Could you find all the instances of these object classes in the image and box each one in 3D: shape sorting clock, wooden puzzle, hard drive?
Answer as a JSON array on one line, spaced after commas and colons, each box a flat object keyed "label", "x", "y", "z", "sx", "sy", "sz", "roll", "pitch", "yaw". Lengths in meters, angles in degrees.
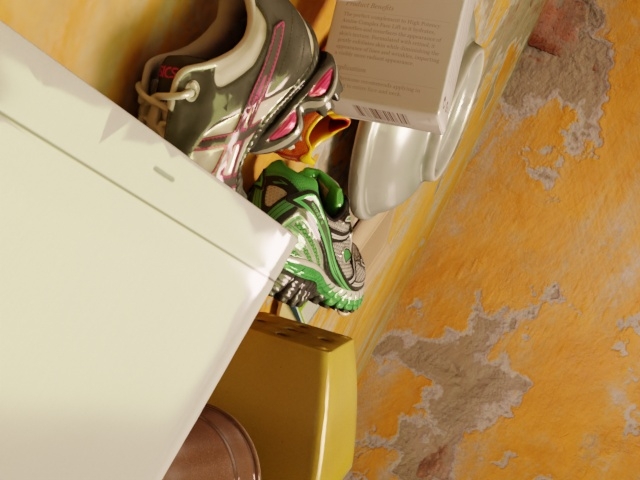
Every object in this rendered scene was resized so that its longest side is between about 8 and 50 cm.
[{"label": "shape sorting clock", "x": -0.009, "y": 0.060, "z": 1.021, "sx": 0.206, "sy": 0.040, "sz": 0.206, "roll": -52, "pitch": 163, "yaw": -23}, {"label": "wooden puzzle", "x": 0.093, "y": 0.017, "z": 1.304, "sx": 0.221, "sy": 0.044, "sz": 0.238, "roll": -53, "pitch": 158, "yaw": -31}, {"label": "hard drive", "x": -0.174, "y": 0.098, "z": 0.320, "sx": 0.233, "sy": 0.047, "sz": 0.353, "roll": 37, "pitch": 80, "yaw": -46}]

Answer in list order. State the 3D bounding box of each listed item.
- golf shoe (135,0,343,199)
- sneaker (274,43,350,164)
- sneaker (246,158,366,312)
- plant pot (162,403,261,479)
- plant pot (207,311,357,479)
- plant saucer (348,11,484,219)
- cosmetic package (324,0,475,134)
[{"label": "golf shoe", "x": -0.099, "y": -0.061, "z": 0.438, "sx": 0.273, "sy": 0.105, "sz": 0.120, "roll": -59, "pitch": 143, "yaw": -14}, {"label": "sneaker", "x": 0.013, "y": -0.150, "z": 0.665, "sx": 0.175, "sy": 0.067, "sz": 0.064, "roll": -60, "pitch": 162, "yaw": -16}, {"label": "sneaker", "x": 0.000, "y": 0.000, "z": 0.760, "sx": 0.146, "sy": 0.134, "sz": 0.343, "roll": -63, "pitch": 165, "yaw": 1}, {"label": "plant pot", "x": -0.165, "y": 0.239, "z": 0.600, "sx": 0.167, "sy": 0.167, "sz": 0.165, "roll": -61, "pitch": 158, "yaw": -4}, {"label": "plant pot", "x": -0.059, "y": 0.205, "z": 0.828, "sx": 0.212, "sy": 0.212, "sz": 0.187, "roll": 5, "pitch": 98, "yaw": -74}, {"label": "plant saucer", "x": 0.167, "y": -0.206, "z": 0.967, "sx": 0.400, "sy": 0.101, "sz": 0.400, "roll": -58, "pitch": 162, "yaw": -32}, {"label": "cosmetic package", "x": 0.082, "y": -0.225, "z": 0.575, "sx": 0.085, "sy": 0.117, "sz": 0.231, "roll": 14, "pitch": 90, "yaw": -75}]
